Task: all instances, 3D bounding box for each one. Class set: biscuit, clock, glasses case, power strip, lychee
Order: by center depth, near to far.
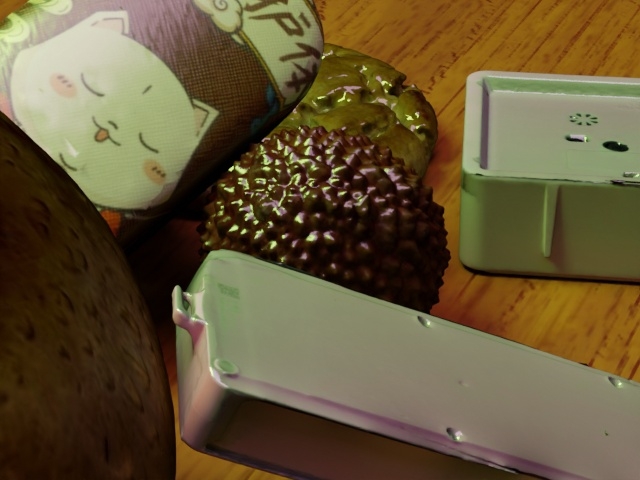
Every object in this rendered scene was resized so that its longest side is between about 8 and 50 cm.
[{"bbox_3d":[0.065,0.076,0.785,0.278,0.037,0.109,18,25,-15],"label":"power strip"},{"bbox_3d":[-0.134,-0.039,0.920,0.321,0.082,0.122,-41,82,-20],"label":"glasses case"},{"bbox_3d":[-0.001,0.003,0.928,0.123,0.123,0.129,11,3,17],"label":"lychee"},{"bbox_3d":[0.177,-0.036,1.070,0.197,0.063,0.150,3,28,4],"label":"clock"},{"bbox_3d":[-0.037,-0.075,1.158,0.225,0.042,0.226,2,29,-1],"label":"biscuit"}]

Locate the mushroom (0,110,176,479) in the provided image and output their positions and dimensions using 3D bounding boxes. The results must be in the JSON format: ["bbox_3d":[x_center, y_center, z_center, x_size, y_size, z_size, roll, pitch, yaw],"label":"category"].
[{"bbox_3d":[-0.197,0.053,0.683,0.345,0.239,0.345,8,53,-11],"label":"mushroom"}]
